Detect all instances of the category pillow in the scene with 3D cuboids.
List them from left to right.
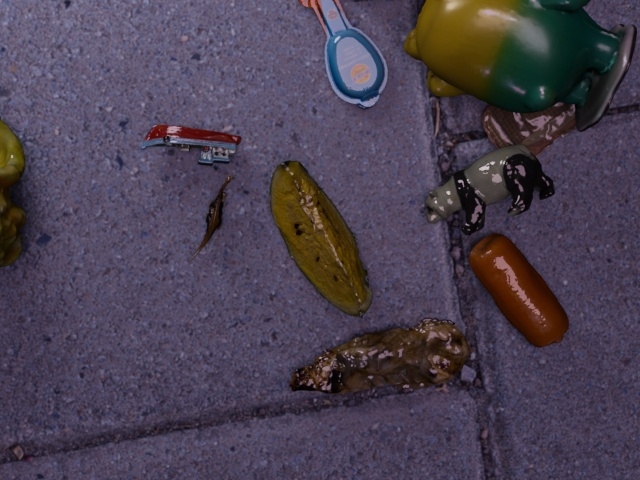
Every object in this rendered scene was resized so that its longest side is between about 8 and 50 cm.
[{"bbox_3d":[0.400,-0.233,1.600,0.211,0.034,0.135,-38,100,4],"label":"pillow"}]

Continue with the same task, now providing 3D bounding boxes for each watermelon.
[{"bbox_3d":[0.000,0.000,1.564,0.123,0.129,0.301,-29,93,-1],"label":"watermelon"}]

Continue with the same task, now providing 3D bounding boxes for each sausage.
[{"bbox_3d":[0.364,0.096,1.617,0.098,0.098,0.238,-38,97,3],"label":"sausage"}]

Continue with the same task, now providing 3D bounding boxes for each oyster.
[{"bbox_3d":[0.111,0.233,1.637,0.345,0.078,0.129,-11,107,-4],"label":"oyster"}]

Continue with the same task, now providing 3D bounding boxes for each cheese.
[{"bbox_3d":[0.040,-0.353,1.564,0.106,0.037,0.256,-25,97,0],"label":"cheese"}]

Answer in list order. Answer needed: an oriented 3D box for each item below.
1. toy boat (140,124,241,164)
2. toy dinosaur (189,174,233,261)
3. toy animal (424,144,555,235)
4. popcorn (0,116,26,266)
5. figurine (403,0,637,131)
[{"bbox_3d":[-0.227,-0.166,1.558,0.173,0.069,0.059,7,90,-9],"label":"toy boat"},{"bbox_3d":[-0.191,-0.043,1.593,0.037,0.058,0.180,19,110,2],"label":"toy dinosaur"},{"bbox_3d":[0.293,-0.086,1.582,0.225,0.094,0.121,-26,89,19],"label":"toy animal"},{"bbox_3d":[-0.607,-0.071,1.463,0.290,0.326,0.321,49,137,-12],"label":"popcorn"},{"bbox_3d":[0.318,-0.322,1.463,0.340,0.324,0.231,18,57,-2],"label":"figurine"}]
